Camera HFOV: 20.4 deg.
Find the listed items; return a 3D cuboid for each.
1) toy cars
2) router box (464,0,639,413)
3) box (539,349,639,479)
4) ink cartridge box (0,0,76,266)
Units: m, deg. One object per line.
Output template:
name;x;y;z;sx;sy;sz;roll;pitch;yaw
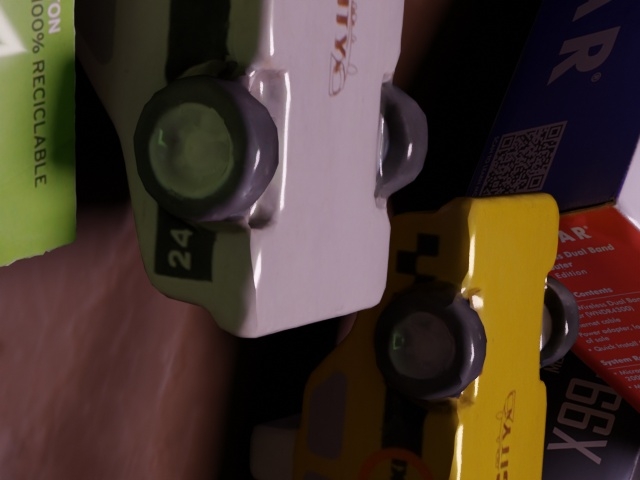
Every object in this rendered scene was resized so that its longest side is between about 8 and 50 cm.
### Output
toy cars;0.000;0.000;0.532;0.176;0.087;0.394;-61;146;-38
router box;0.229;-0.055;0.774;0.301;0.082;0.335;42;57;-29
box;0.170;0.115;0.899;0.242;0.076;0.307;-67;151;-18
ink cartridge box;-0.099;-0.040;0.286;0.255;0.097;0.189;-25;123;-49
